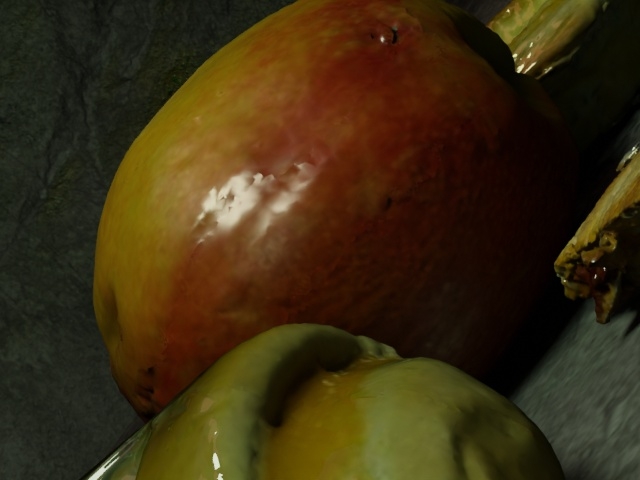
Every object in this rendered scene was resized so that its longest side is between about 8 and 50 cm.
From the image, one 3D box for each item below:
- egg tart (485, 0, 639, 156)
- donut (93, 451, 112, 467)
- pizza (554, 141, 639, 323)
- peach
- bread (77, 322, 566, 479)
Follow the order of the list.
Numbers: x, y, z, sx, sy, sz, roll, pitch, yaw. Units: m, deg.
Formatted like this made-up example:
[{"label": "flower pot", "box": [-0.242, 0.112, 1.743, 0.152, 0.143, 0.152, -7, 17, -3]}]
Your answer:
[{"label": "egg tart", "box": [0.193, -0.138, 1.390, 0.315, 0.120, 0.315, -47, 7, 8]}, {"label": "donut", "box": [-0.157, 0.284, 1.254, 0.307, 0.150, 0.371, -52, 8, -4]}, {"label": "pizza", "box": [0.201, -0.016, 0.930, 0.194, 0.069, 0.154, -52, 4, 45]}, {"label": "peach", "box": [0.002, 0.001, 1.143, 0.372, 0.290, 0.372, -48, 8, 9]}, {"label": "bread", "box": [-0.037, 0.182, 0.833, 0.341, 0.210, 0.300, -42, 13, 47]}]
